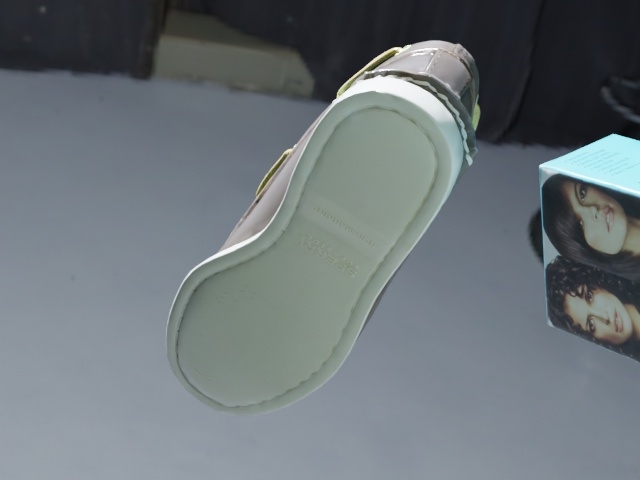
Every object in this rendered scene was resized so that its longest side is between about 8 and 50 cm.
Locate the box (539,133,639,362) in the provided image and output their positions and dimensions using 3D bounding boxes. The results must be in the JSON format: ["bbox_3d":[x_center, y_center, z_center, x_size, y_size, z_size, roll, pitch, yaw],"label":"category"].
[{"bbox_3d":[0.216,0.025,0.678,0.060,0.100,0.244,-21,26,-31],"label":"box"}]

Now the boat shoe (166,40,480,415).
[{"bbox_3d":[0.000,0.000,0.900,0.117,0.324,0.096,36,42,0],"label":"boat shoe"}]
